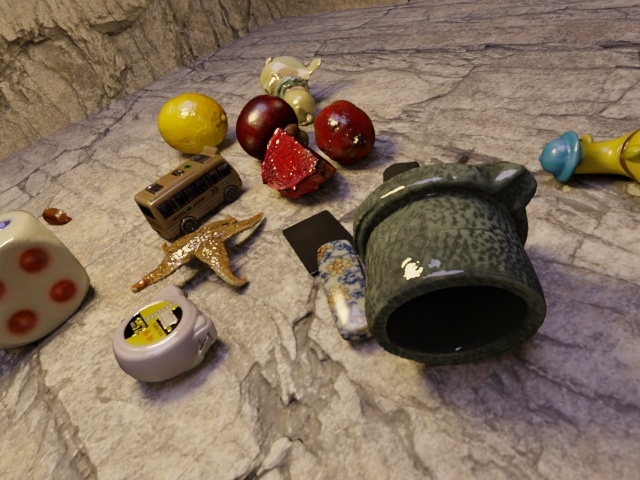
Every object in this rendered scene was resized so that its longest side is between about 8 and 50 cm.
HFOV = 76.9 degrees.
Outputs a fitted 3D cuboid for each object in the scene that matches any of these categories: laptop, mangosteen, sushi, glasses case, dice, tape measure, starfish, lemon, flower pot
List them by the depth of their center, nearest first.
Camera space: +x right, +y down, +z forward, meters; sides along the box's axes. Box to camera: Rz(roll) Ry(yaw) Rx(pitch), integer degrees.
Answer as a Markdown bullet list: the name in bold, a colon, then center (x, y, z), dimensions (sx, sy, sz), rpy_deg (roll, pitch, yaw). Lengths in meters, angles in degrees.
- **flower pot**: center (0.206, 0.011, 0.636), dimensions (0.300, 0.298, 0.282), rpy_deg (-10, 45, 13)
- **glasses case**: center (0.049, 0.088, 0.787), dimensions (0.087, 0.065, 0.247), rpy_deg (-15, 39, 1)
- **tape measure**: center (-0.310, 0.192, 0.799), dimensions (0.179, 0.105, 0.196), rpy_deg (-30, 40, -24)
- **laptop**: center (0.000, 0.000, 0.961), dimensions (0.135, 0.016, 0.197), rpy_deg (-27, 40, -9)
- **dice**: center (-0.751, 0.095, 0.983), dimensions (0.243, 0.259, 0.251), rpy_deg (15, 48, 33)
- **starfish**: center (-0.287, 0.022, 0.997), dimensions (0.376, 0.094, 0.327), rpy_deg (-28, 36, -19)
- **mangosteen**: center (-0.147, -0.354, 1.325), dimensions (0.258, 0.215, 0.215), rpy_deg (30, 54, 8)
- **sushi**: center (-0.963, -0.091, 1.465), dimensions (0.121, 0.052, 0.055), rpy_deg (3, 43, 26)
- **lemon**: center (-0.489, -0.446, 1.548), dimensions (0.263, 0.236, 0.235), rpy_deg (-30, 33, 25)

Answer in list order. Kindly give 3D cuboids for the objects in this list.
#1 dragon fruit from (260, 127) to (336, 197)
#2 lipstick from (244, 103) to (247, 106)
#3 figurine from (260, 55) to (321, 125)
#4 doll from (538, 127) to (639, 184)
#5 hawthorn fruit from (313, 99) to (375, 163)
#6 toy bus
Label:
- **dragon fruit**: center (-0.054, -0.203, 1.134), dimensions (0.190, 0.162, 0.261), rpy_deg (-6, 33, -31)
- **lipstick**: center (-0.257, -0.472, 1.603), dimensions (0.066, 0.068, 0.317), rpy_deg (-20, 38, 1)
- **figurine**: center (-0.092, -0.598, 1.577), dimensions (0.275, 0.227, 0.394), rpy_deg (-38, 43, 20)
- **doll**: center (0.629, -0.163, 0.801), dimensions (0.200, 0.145, 0.363), rpy_deg (1, 7, -44)
- **hawthorn fruit**: center (0.074, -0.301, 1.160), dimensions (0.181, 0.181, 0.235), rpy_deg (-23, 34, -4)
- **toy bus**: center (-0.383, -0.146, 1.189), dimensions (0.140, 0.157, 0.289), rpy_deg (23, 55, 41)
